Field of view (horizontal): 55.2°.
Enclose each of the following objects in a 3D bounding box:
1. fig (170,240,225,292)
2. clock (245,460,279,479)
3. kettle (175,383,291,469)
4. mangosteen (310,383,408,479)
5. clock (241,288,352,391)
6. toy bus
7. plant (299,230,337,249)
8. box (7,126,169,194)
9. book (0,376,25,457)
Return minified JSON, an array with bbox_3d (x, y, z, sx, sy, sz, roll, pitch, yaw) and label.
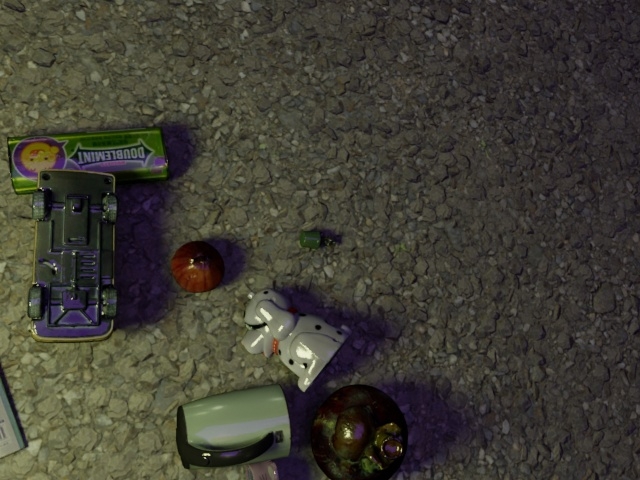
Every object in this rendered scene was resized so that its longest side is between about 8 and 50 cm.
[{"bbox_3d":[-0.292,0.052,1.426,0.128,0.150,0.128,-9,50,11],"label":"fig"},{"bbox_3d":[-0.120,0.560,1.345,0.050,0.110,0.153,-8,77,-22],"label":"clock"},{"bbox_3d":[-0.188,0.413,1.309,0.236,0.221,0.161,-3,100,-18],"label":"kettle"},{"bbox_3d":[0.104,0.445,1.349,0.231,0.289,0.232,-1,91,-24],"label":"mangosteen"},{"bbox_3d":[-0.078,0.214,1.433,0.254,0.189,0.189,33,68,8],"label":"clock"},{"bbox_3d":[-0.527,0.043,1.316,0.176,0.202,0.366,3,72,-23],"label":"toy bus"},{"bbox_3d":[0.000,0.000,1.568,0.102,0.051,0.051,5,74,-22],"label":"plant"},{"bbox_3d":[-0.533,-0.190,1.430,0.345,0.097,0.134,-7,77,-19],"label":"box"},{"bbox_3d":[-0.761,0.338,1.256,0.214,0.025,0.283,-19,82,-22],"label":"book"}]
